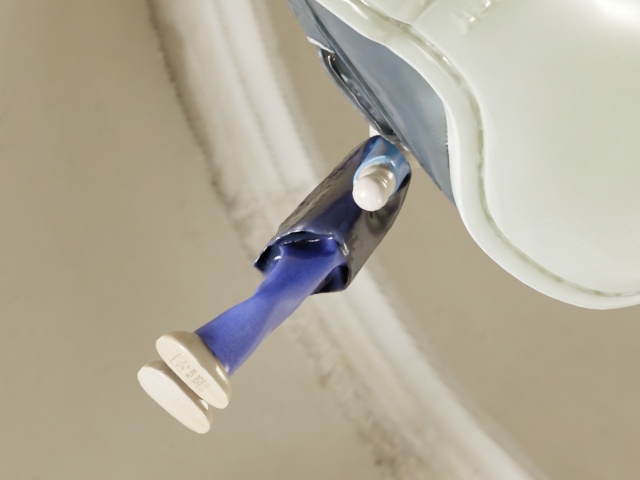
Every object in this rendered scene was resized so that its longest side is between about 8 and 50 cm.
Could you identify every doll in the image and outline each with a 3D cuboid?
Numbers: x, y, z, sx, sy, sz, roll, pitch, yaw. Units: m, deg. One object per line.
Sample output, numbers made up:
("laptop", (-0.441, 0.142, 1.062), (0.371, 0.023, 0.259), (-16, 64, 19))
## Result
("doll", (0.000, 0.000, 0.835), (0.046, 0.129, 0.189), (41, -118, 2))

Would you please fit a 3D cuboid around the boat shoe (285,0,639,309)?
("boat shoe", (0.056, -0.093, 0.685), (0.340, 0.127, 0.113), (36, -161, -45))
